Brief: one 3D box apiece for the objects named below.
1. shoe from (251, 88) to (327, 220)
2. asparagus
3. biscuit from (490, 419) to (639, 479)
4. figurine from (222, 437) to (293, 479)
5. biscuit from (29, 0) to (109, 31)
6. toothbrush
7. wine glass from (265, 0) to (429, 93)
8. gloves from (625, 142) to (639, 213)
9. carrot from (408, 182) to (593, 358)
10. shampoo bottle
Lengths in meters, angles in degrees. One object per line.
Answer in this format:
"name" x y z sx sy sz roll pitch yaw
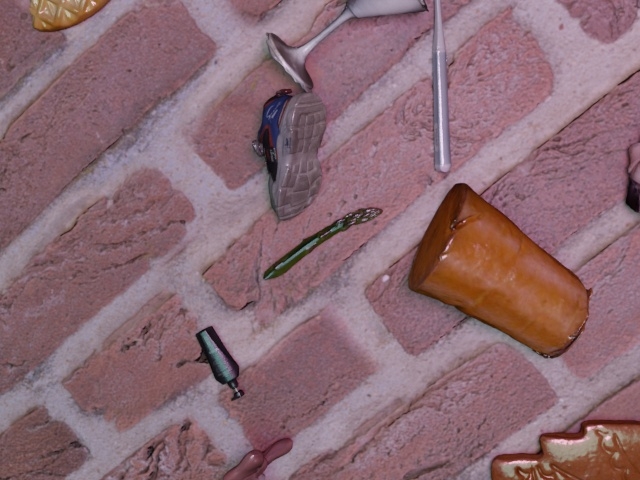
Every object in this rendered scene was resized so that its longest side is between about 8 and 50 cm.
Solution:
"shoe" -0.067 -0.146 1.212 0.125 0.099 0.228 30 125 31
"asparagus" 0.000 0.000 1.259 0.236 0.027 0.034 -32 72 11
"biscuit" 0.447 0.413 1.239 0.284 0.043 0.306 41 102 1
"figurine" -0.202 0.518 1.309 0.421 0.154 0.193 -40 73 16
"biscuit" -0.424 -0.520 1.245 0.204 0.040 0.309 -5 98 10
"toothbrush" 0.189 -0.281 1.188 0.030 0.025 0.342 -9 99 -24
"wine glass" 0.034 -0.345 1.150 0.232 0.156 0.156 -36 91 17
"gloves" 0.522 -0.106 1.128 0.094 0.110 0.144 13 129 -1
"carrot" 0.285 0.047 1.152 0.254 0.196 0.196 28 101 -4
"shampoo bottle" -0.176 0.219 1.318 0.048 0.027 0.137 -29 93 3
